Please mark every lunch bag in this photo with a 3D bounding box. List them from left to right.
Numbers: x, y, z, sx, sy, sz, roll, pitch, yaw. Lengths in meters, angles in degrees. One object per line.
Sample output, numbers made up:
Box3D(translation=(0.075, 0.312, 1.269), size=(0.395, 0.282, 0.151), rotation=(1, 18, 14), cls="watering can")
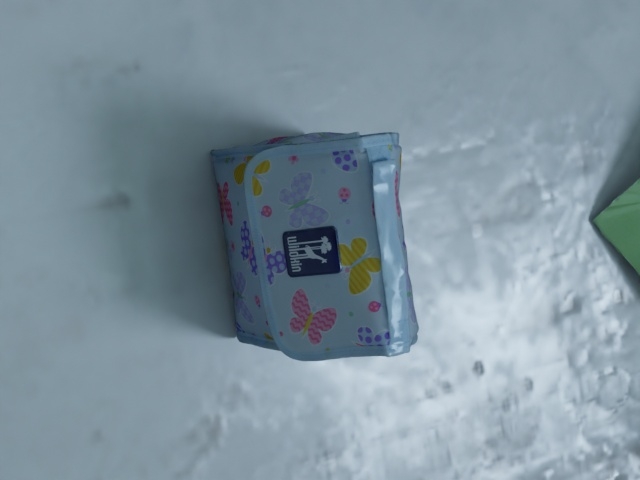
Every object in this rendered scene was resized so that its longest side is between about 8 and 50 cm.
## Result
Box3D(translation=(0.000, 0.000, 0.467), size=(0.053, 0.083, 0.071), rotation=(-11, 98, -27), cls="lunch bag")

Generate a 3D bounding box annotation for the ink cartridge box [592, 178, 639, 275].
Box3D(translation=(0.247, 0.028, 0.565), size=(0.171, 0.056, 0.235), rotation=(-42, 105, 5), cls="ink cartridge box")
